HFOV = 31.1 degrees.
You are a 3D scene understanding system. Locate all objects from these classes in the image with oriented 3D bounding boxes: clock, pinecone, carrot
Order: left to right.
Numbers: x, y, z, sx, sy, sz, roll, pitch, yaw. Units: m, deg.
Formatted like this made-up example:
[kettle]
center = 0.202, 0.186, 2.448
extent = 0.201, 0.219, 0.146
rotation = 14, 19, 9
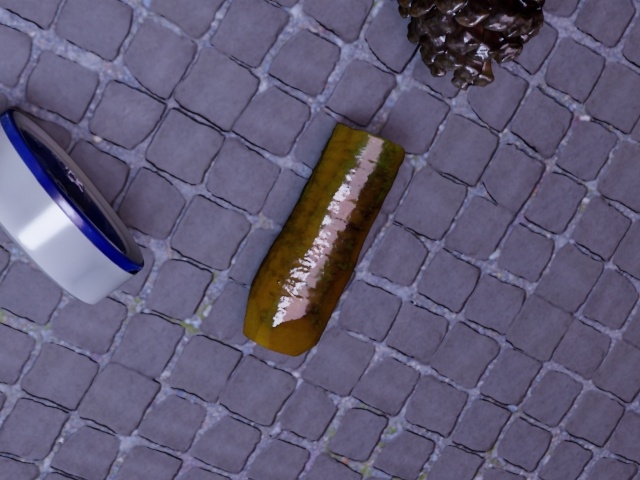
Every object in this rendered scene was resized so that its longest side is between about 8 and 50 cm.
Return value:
[clock]
center = -0.297, -0.036, 1.281
extent = 0.083, 0.230, 0.230
rotation = -40, 114, 3
[carrot]
center = 0.000, 0.000, 1.451
extent = 0.114, 0.114, 0.301
rotation = 24, 95, -22
[pinecone]
center = 0.182, -0.284, 1.372
extent = 0.179, 0.184, 0.204
rotation = -7, 119, 4
